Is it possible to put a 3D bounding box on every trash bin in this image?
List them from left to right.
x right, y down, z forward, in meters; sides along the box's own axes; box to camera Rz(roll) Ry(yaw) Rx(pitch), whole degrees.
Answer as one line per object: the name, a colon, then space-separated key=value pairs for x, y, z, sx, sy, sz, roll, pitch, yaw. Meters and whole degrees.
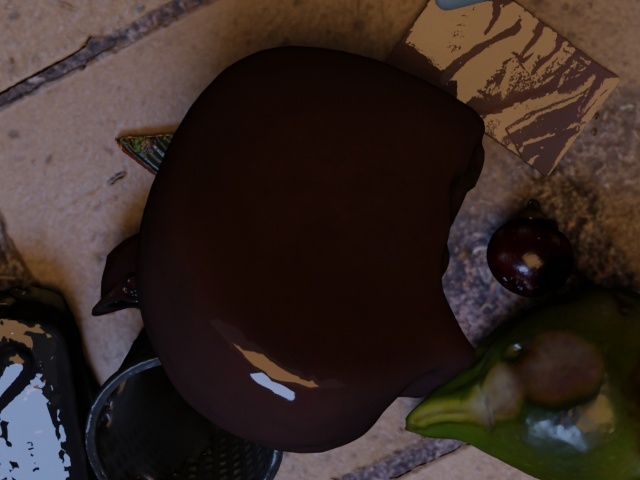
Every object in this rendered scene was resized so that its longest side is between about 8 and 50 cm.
trash bin: x=-0.117 y=0.145 z=1.732 sx=0.175 sy=0.161 sz=0.175 roll=1 pitch=113 yaw=1

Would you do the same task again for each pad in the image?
pad: x=0.163 y=-0.152 z=1.707 sx=0.187 sy=0.006 sz=0.113 roll=33 pitch=100 yaw=-14

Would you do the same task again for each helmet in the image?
helmet: x=-0.151 y=0.025 z=1.728 sx=0.123 sy=0.098 sz=0.070 roll=-8 pitch=82 yaw=2

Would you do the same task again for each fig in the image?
fig: x=0.201 y=0.144 z=1.747 sx=0.275 sy=0.206 sz=0.206 roll=-13 pitch=113 yaw=35

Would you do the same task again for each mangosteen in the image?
mangosteen: x=0.193 y=0.013 z=1.735 sx=0.081 sy=0.081 sz=0.081 roll=0 pitch=110 yaw=-1

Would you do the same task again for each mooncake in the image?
mooncake: x=0.000 y=0.000 z=1.605 sx=0.333 sy=0.174 sz=0.326 roll=-19 pitch=72 yaw=-24

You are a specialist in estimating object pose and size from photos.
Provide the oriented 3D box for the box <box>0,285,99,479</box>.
box: x=-0.376 y=0.224 z=1.794 sx=0.359 sy=0.091 sz=0.350 roll=-7 pitch=110 yaw=4

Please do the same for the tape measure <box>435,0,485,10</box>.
tape measure: x=0.111 y=-0.280 z=1.481 sx=0.098 sy=0.351 sz=0.215 roll=-13 pitch=108 yaw=6

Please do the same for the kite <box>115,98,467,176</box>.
kite: x=-0.020 y=-0.051 z=1.742 sx=0.321 sy=0.016 sz=0.234 roll=-6 pitch=112 yaw=2
